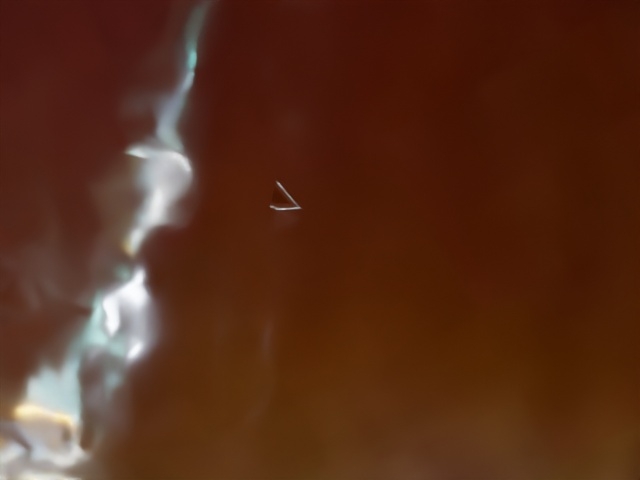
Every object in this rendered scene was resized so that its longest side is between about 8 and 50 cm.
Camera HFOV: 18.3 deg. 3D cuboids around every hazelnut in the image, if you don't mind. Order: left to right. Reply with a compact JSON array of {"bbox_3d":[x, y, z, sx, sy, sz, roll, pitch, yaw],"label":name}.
[{"bbox_3d":[0.036,-0.015,0.488,0.366,0.366,0.366,-44,159,-22],"label":"hazelnut"}]
